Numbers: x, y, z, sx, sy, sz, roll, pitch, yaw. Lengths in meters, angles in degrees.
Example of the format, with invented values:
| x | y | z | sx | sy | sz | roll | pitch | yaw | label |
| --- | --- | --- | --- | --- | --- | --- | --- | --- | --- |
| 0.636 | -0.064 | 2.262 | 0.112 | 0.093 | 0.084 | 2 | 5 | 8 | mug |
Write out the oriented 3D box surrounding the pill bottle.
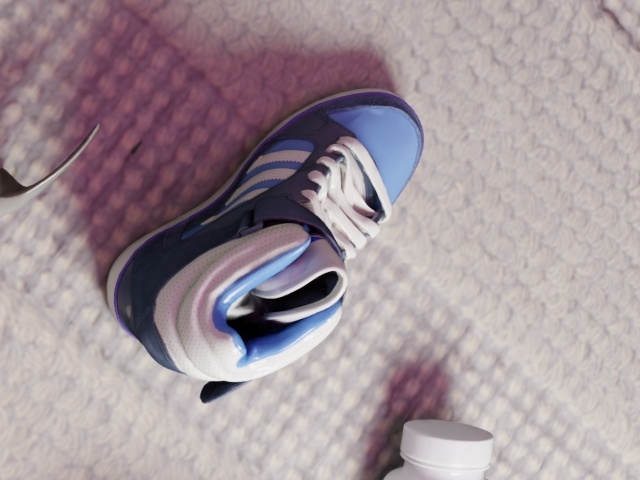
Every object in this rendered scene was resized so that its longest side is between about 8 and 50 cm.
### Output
| x | y | z | sx | sy | sz | roll | pitch | yaw | label |
| --- | --- | --- | --- | --- | --- | --- | --- | --- | --- |
| 0.101 | 0.259 | 1.741 | 0.108 | 0.108 | 0.193 | 3 | 97 | -29 | pill bottle |

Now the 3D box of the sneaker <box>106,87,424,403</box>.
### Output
| x | y | z | sx | sy | sz | roll | pitch | yaw | label |
| --- | --- | --- | --- | --- | --- | --- | --- | --- | --- |
| -0.001 | 0.000 | 1.565 | 0.323 | 0.236 | 0.130 | -34 | 113 | -19 | sneaker |

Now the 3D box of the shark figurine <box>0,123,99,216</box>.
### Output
| x | y | z | sx | sy | sz | roll | pitch | yaw | label |
| --- | --- | --- | --- | --- | --- | --- | --- | --- | --- |
| -0.294 | -0.067 | 1.423 | 0.278 | 0.166 | 0.116 | 21 | 127 | -26 | shark figurine |
